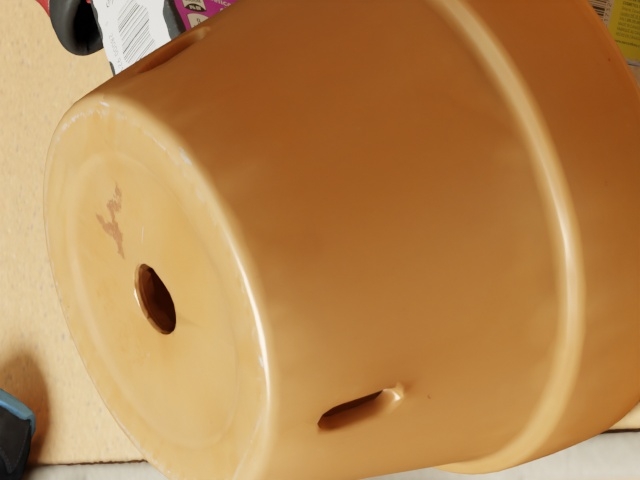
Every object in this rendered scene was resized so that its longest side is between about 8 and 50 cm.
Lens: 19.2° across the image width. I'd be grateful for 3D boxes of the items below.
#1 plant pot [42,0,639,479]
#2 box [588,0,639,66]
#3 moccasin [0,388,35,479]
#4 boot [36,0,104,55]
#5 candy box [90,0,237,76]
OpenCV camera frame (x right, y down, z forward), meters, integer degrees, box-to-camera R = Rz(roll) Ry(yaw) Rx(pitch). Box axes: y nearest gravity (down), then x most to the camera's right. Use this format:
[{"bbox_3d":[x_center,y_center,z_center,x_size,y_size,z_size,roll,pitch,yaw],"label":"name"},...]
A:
[{"bbox_3d":[0.000,0.000,0.924,0.291,0.203,0.291,35,135,43],"label":"plant pot"},{"bbox_3d":[0.075,-0.138,1.016,0.232,0.087,0.058,20,101,53],"label":"box"},{"bbox_3d":[-0.338,0.244,1.445,0.342,0.138,0.117,-59,10,31],"label":"moccasin"},{"bbox_3d":[-0.159,-0.263,1.346,0.176,0.088,0.244,51,133,43],"label":"boot"},{"bbox_3d":[-0.065,-0.173,1.144,0.071,0.159,0.233,-47,51,37],"label":"candy box"}]
